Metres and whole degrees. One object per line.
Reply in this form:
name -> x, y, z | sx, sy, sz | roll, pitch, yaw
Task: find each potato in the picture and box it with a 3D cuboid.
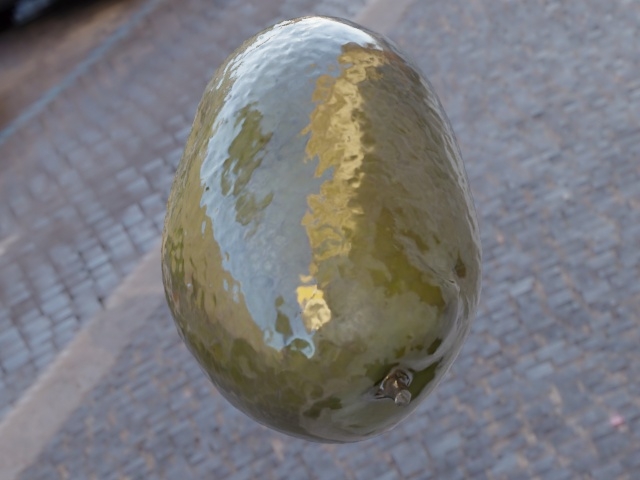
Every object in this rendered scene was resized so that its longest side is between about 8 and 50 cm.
potato -> 0.000, 0.000, 0.791 | 0.159, 0.174, 0.251 | -12, 40, -8
